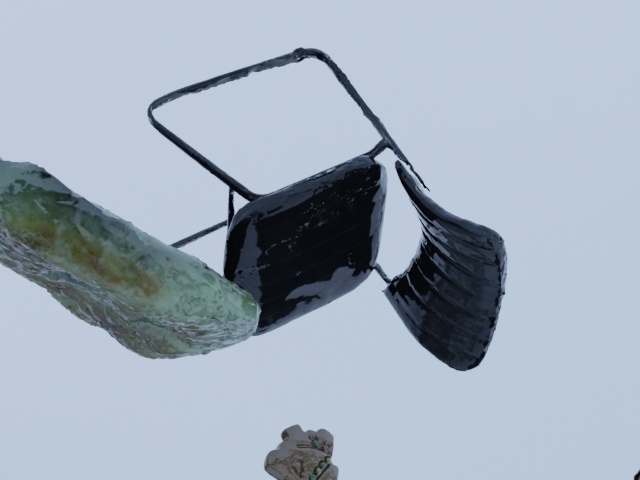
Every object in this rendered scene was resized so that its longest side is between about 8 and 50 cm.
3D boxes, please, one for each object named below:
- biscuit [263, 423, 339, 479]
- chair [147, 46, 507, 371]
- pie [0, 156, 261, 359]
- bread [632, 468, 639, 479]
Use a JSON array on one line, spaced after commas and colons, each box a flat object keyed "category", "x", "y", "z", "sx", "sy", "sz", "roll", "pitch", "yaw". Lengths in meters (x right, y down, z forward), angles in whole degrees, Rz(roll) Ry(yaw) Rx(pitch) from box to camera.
[{"category": "biscuit", "x": -0.010, "y": 0.199, "z": 1.649, "sx": 0.016, "sy": 0.092, "sz": 0.082, "roll": -22, "pitch": 175, "yaw": 43}, {"category": "chair", "x": 0.000, "y": 0.000, "z": 1.292, "sx": 0.145, "sy": 0.221, "sz": 0.140, "roll": -24, "pitch": 140, "yaw": -28}, {"category": "pie", "x": -0.139, "y": 0.014, "z": 1.194, "sx": 0.240, "sy": 0.054, "sz": 0.240, "roll": 26, "pitch": 168, "yaw": 6}, {"category": "bread", "x": 0.271, "y": 0.327, "z": 1.287, "sx": 0.315, "sy": 0.279, "sz": 0.248, "roll": 27, "pitch": 169, "yaw": 23}]
